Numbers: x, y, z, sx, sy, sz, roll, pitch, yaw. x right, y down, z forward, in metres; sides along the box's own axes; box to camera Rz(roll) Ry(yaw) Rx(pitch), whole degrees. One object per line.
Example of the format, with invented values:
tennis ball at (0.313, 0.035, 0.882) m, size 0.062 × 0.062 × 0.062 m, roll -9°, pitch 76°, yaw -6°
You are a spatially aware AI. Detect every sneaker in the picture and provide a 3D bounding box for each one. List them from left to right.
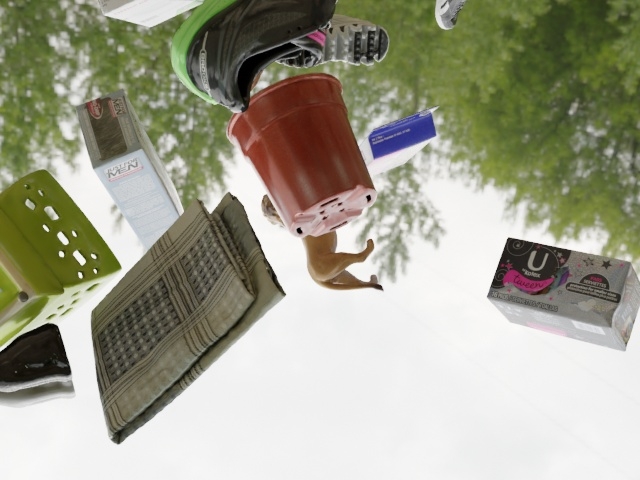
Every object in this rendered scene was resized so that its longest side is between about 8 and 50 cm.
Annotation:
sneaker at (-0.034, -0.409, 1.383) m, size 0.202 × 0.483 × 0.185 m, roll 47°, pitch -166°, yaw 7°
sneaker at (-0.003, -0.442, 1.780) m, size 0.292 × 0.110 × 0.118 m, roll 2°, pitch -144°, yaw -12°
sneaker at (0.372, -0.636, 2.164) m, size 0.121 × 0.216 × 0.079 m, roll 26°, pitch -119°, yaw 26°

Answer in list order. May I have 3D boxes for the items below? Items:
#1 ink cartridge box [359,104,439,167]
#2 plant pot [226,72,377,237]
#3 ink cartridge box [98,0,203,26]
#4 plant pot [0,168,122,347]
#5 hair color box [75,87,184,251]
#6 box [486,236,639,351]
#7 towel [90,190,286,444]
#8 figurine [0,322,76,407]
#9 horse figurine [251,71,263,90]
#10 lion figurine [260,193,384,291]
ink cartridge box at (0.176, -0.234, 2.061) m, size 0.176 × 0.069 × 0.371 m, roll -21°, pitch 174°, yaw -12°
plant pot at (-0.025, -0.165, 1.734) m, size 0.272 × 0.272 × 0.265 m, roll -11°, pitch -113°, yaw -37°
ink cartridge box at (-0.392, -0.571, 1.878) m, size 0.160 × 0.092 × 0.219 m, roll -18°, pitch -179°, yaw 17°
plant pot at (-0.505, 0.044, 1.333) m, size 0.228 × 0.227 × 0.207 m, roll 53°, pitch -163°, yaw -2°
hair color box at (-0.405, -0.136, 1.825) m, size 0.114 × 0.374 × 0.185 m, roll -22°, pitch -122°, yaw -4°
box at (0.481, 0.101, 1.607) m, size 0.247 × 0.142 × 0.163 m, roll 12°, pitch 164°, yaw 34°
towel at (-0.211, 0.088, 1.180) m, size 0.056 × 0.324 × 0.312 m, roll 44°, pitch -172°, yaw -33°
figurine at (-0.497, 0.220, 1.271) m, size 0.210 × 0.215 × 0.092 m, roll -16°, pitch -108°, yaw -20°
horse figurine at (-0.143, -0.506, 2.090) m, size 0.174 × 0.263 × 0.066 m, roll 58°, pitch -177°, yaw 12°
lion figurine at (0.000, 0.000, 2.172) m, size 0.240 × 0.142 × 0.392 m, roll -14°, pitch -123°, yaw -13°
